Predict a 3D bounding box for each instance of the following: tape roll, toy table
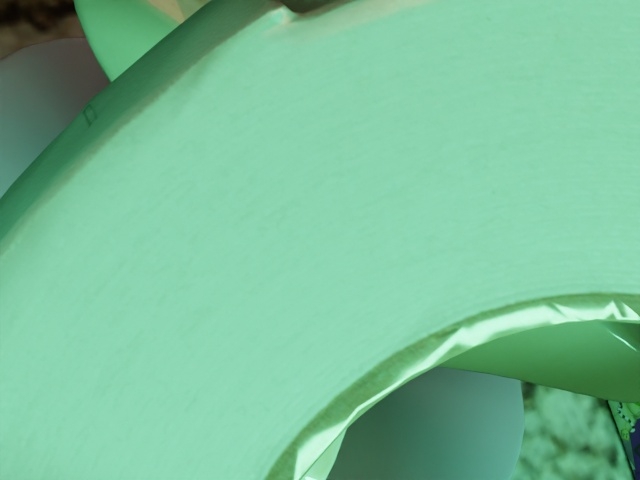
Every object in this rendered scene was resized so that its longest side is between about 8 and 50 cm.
[{"bbox_3d":[0.062,0.108,0.478,0.392,0.072,0.392,-2,101,-12],"label":"tape roll"},{"bbox_3d":[0.000,0.000,0.621,0.274,0.161,0.252,24,60,-21],"label":"toy table"}]

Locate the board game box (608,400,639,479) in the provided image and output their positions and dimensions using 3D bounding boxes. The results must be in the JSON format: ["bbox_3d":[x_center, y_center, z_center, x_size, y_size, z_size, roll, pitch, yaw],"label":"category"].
[{"bbox_3d":[0.199,-0.031,0.828,0.208,0.056,0.347,-10,77,-39],"label":"board game box"}]
